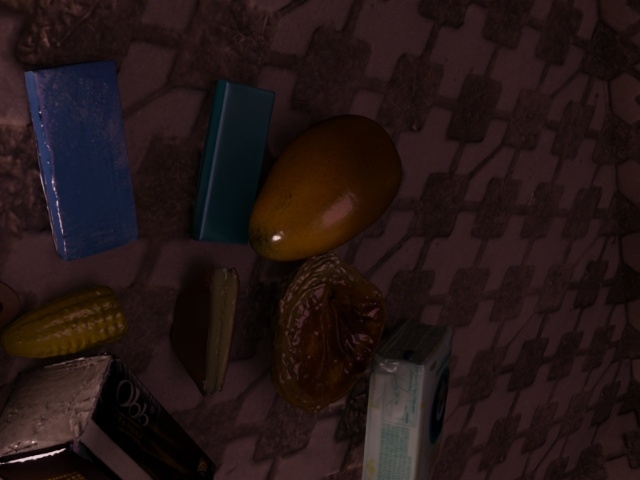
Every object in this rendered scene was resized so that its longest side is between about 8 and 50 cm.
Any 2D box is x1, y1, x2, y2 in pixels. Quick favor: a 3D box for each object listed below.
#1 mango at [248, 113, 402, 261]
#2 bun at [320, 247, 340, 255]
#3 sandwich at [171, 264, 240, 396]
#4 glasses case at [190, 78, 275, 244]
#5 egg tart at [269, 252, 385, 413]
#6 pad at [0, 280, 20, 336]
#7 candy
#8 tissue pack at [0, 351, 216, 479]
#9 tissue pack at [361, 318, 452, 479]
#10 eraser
[{"bbox_3d":[0.009,-0.099,1.429,0.378,0.263,0.221,-47,123,-35],"label":"mango"},{"bbox_3d":[0.000,0.000,1.605,0.115,0.069,0.115,5,90,-68],"label":"bun"},{"bbox_3d":[-0.221,0.166,1.421,0.094,0.096,0.258,0,102,-52],"label":"sandwich"},{"bbox_3d":[-0.174,-0.147,1.389,0.117,0.070,0.301,6,101,-40],"label":"glasses case"},{"bbox_3d":[-0.006,0.205,1.605,0.351,0.153,0.340,28,83,-46],"label":"egg tart"},{"bbox_3d":[-0.621,0.133,1.066,0.284,0.018,0.286,-57,136,-16],"label":"pad"},{"bbox_3d":[-0.425,0.144,1.212,0.198,0.094,0.106,-17,120,-35],"label":"candy"},{"bbox_3d":[-0.354,0.384,1.237,0.198,0.209,0.370,-89,158,-49],"label":"tissue pack"},{"bbox_3d":[0.222,0.427,1.859,0.287,0.162,0.388,-28,125,-63],"label":"tissue pack"},{"bbox_3d":[-0.384,-0.130,1.197,0.144,0.042,0.312,-22,118,-40],"label":"eraser"}]
